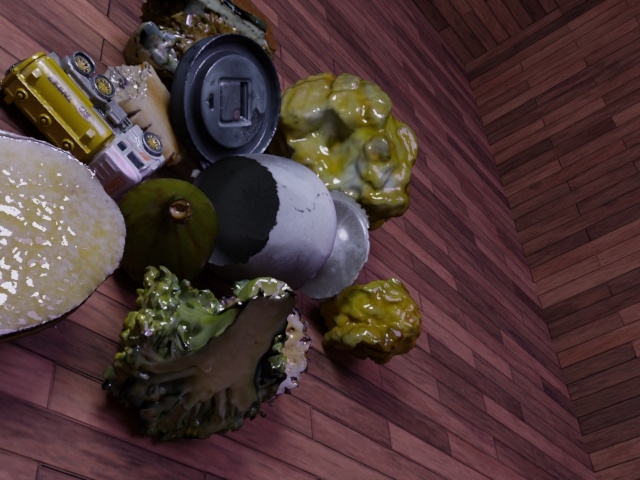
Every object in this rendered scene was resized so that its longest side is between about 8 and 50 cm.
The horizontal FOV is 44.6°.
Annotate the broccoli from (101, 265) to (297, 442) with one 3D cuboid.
[{"bbox_3d":[-0.144,0.108,0.986,0.242,0.273,0.180,17,27,-33],"label":"broccoli"}]

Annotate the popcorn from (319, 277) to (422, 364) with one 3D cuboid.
[{"bbox_3d":[0.096,0.155,1.451,0.197,0.198,0.155,23,60,-52],"label":"popcorn"}]

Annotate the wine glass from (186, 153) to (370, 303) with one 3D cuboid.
[{"bbox_3d":[-0.067,-0.019,1.273,0.323,0.238,0.238,28,40,-62],"label":"wine glass"}]

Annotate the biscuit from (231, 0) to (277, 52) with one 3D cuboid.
[{"bbox_3d":[-0.198,-0.499,1.726,0.289,0.044,0.202,13,53,-59],"label":"biscuit"}]

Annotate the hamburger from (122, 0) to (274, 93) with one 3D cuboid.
[{"bbox_3d":[-0.218,-0.324,1.328,0.288,0.192,0.167,22,80,-44],"label":"hamburger"}]

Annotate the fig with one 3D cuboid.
[{"bbox_3d":[-0.208,-0.030,1.010,0.259,0.151,0.151,108,-39,-71],"label":"fig"}]

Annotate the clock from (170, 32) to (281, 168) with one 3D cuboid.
[{"bbox_3d":[-0.150,-0.224,1.256,0.215,0.042,0.215,-17,112,-48],"label":"clock"}]

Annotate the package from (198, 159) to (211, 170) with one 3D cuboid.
[{"bbox_3d":[-0.191,-0.149,1.411,0.037,0.015,0.110,58,24,-4],"label":"package"}]

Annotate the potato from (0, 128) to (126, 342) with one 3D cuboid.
[{"bbox_3d":[-0.363,0.005,0.829,0.239,0.116,0.299,53,37,-3],"label":"potato"}]

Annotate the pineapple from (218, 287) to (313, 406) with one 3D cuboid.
[{"bbox_3d":[-0.100,0.155,1.164,0.176,0.161,0.137,59,-12,3],"label":"pineapple"}]

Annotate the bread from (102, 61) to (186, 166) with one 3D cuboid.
[{"bbox_3d":[-0.274,-0.191,1.215,0.177,0.084,0.119,56,27,-32],"label":"bread"}]

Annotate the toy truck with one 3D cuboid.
[{"bbox_3d":[-0.329,-0.157,1.076,0.227,0.098,0.114,50,31,-16],"label":"toy truck"}]

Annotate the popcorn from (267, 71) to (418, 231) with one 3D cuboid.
[{"bbox_3d":[0.051,-0.179,1.565,0.334,0.293,0.292,63,24,1],"label":"popcorn"}]
